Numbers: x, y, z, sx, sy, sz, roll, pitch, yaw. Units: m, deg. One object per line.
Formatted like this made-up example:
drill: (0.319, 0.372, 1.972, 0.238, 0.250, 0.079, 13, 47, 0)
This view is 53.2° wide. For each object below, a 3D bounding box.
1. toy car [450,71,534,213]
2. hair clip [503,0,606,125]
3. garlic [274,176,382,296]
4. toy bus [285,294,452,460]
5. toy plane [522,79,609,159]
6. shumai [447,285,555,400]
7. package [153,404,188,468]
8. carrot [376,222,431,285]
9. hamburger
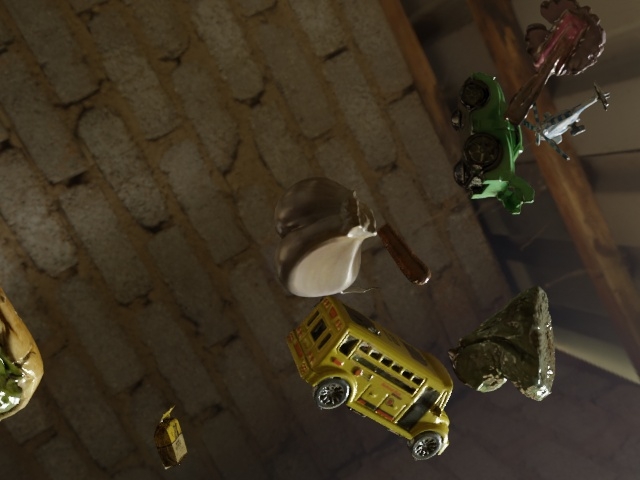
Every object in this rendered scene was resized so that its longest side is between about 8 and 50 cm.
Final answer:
toy car: (0.445, -0.254, 1.685, 0.213, 0.177, 0.358, 75, 13, -77)
hair clip: (0.516, -0.399, 1.454, 0.173, 0.069, 0.300, 38, -51, 13)
garlic: (0.000, 0.000, 1.525, 0.340, 0.246, 0.231, 77, -5, -58)
toy bus: (0.106, 0.234, 1.093, 0.330, 0.152, 0.144, 34, 9, -26)
toy plane: (0.584, -0.304, 1.505, 0.181, 0.107, 0.273, 61, -22, 23)
shumai: (0.481, 0.279, 1.720, 0.309, 0.264, 0.303, 40, 47, -54)
package: (-0.356, 0.460, 1.499, 0.071, 0.047, 0.131, -47, 122, -79)
carrot: (0.107, 0.019, 0.828, 0.093, 0.032, 0.032, 52, -12, 0)
hamburger: (-0.460, 0.144, 0.820, 0.209, 0.162, 0.329, 31, -41, 37)
